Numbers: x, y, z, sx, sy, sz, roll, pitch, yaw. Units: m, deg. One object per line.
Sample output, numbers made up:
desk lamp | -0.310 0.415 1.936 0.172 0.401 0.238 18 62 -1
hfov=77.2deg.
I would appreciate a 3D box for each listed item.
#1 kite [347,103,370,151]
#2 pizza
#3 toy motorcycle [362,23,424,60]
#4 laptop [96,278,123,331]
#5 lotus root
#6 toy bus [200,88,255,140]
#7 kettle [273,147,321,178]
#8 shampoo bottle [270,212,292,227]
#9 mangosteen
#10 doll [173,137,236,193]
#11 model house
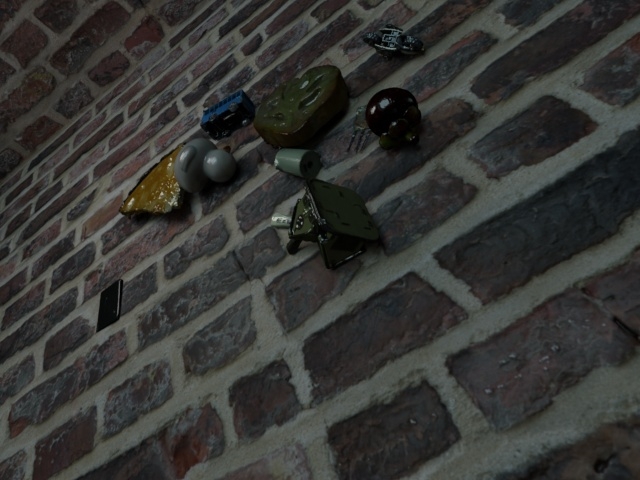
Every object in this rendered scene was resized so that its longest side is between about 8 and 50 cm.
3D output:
kite | 0.147 -0.393 1.393 0.127 0.016 0.229 8 64 40
pizza | -0.704 -0.271 1.806 0.436 0.080 0.391 3 64 34
toy motorcycle | 0.270 -0.712 1.455 0.229 0.130 0.093 21 98 27
laptop | -0.869 0.264 1.646 0.135 0.016 0.197 -31 49 15
lotus root | -0.080 -0.500 1.530 0.391 0.111 0.374 -21 49 21
toy bus | -0.418 -0.565 1.811 0.234 0.116 0.133 -22 51 18
kettle | -0.077 -0.286 1.418 0.148 0.098 0.126 20 80 44
shampoo bottle | -0.103 -0.064 1.334 0.141 0.034 0.048 7 60 35
mangosteen | 0.220 -0.376 1.238 0.173 0.173 0.183 1 82 34
doll | -0.457 -0.293 1.628 0.221 0.221 0.251 27 76 42
model house | 0.000 0.000 1.160 0.278 0.205 0.218 -55 38 34
